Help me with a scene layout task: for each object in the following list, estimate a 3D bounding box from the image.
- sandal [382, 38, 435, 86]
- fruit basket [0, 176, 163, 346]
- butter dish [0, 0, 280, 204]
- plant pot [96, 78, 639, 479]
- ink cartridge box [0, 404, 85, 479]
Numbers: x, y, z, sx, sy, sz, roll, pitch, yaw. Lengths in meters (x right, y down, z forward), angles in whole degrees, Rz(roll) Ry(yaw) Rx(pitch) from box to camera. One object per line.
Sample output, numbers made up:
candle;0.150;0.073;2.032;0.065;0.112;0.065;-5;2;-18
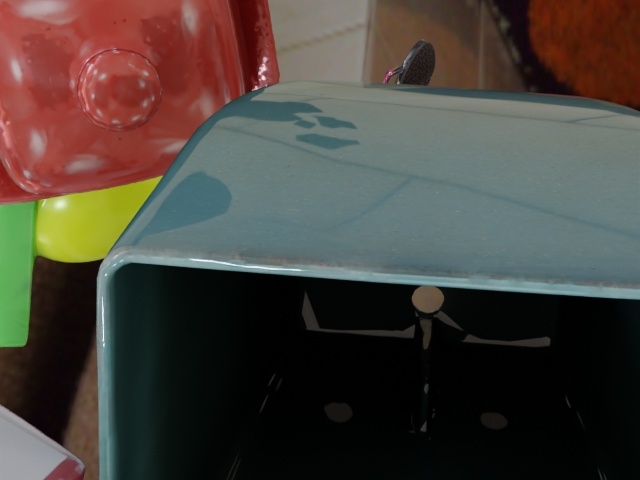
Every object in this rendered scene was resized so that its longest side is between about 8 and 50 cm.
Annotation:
sandal;0.092;-0.168;1.875;0.040;0.067;0.179;41;147;20
fruit basket;-0.300;-0.083;1.512;0.392;0.283;0.392;-27;147;-19
butter dish;-0.094;-0.082;0.701;0.160;0.118;0.159;-13;118;-8
plant pot;0.035;0.036;0.492;0.166;0.234;0.165;4;114;2
ink cartridge box;-0.154;0.122;0.426;0.127;0.128;0.176;28;134;15
